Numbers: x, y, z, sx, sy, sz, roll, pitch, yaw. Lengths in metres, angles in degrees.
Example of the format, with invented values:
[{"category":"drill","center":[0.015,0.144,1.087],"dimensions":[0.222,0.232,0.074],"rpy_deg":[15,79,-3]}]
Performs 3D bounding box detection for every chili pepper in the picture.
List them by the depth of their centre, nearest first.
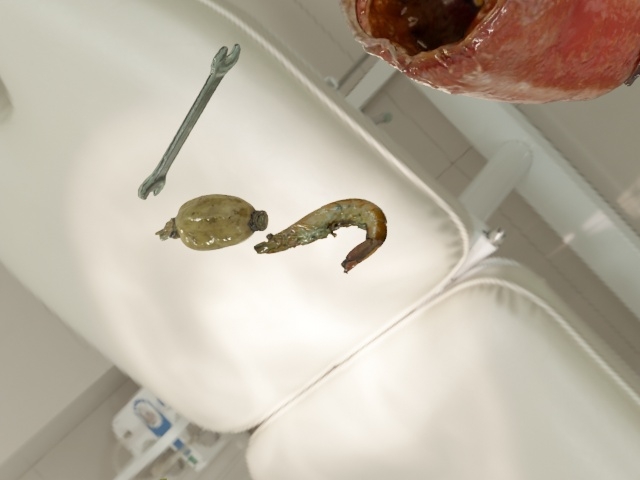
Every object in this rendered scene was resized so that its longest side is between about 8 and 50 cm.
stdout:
[{"category":"chili pepper","center":[0.196,-0.265,0.859],"dimensions":[0.229,0.305,0.251],"rpy_deg":[39,120,30]}]

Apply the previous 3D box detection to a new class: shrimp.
[{"category":"shrimp","center":[0.000,0.000,0.800],"dimensions":[0.127,0.091,0.025],"rpy_deg":[-17,131,7]}]

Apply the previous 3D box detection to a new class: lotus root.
[{"category":"lotus root","center":[-0.142,-0.023,1.122],"dimensions":[0.152,0.063,0.072],"rpy_deg":[-10,86,14]}]

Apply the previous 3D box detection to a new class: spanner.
[{"category":"spanner","center":[-0.213,-0.189,1.417],"dimensions":[0.017,0.071,0.302],"rpy_deg":[37,109,12]}]

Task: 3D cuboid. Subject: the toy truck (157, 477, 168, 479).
[{"category":"toy truck","center":[-0.178,0.327,1.031],"dimensions":[0.083,0.049,0.054],"rpy_deg":[62,171,-17]}]
